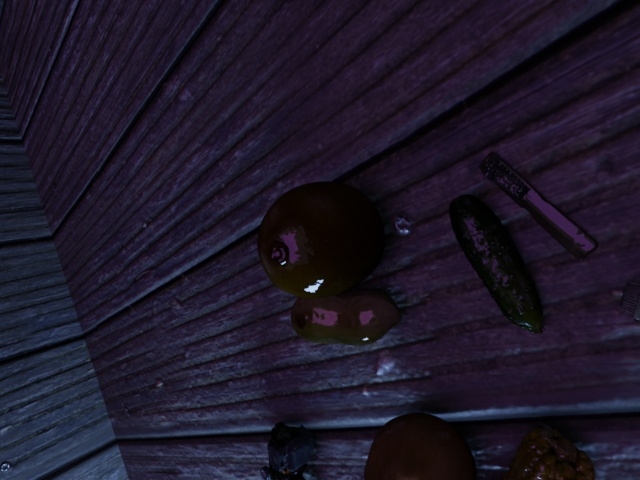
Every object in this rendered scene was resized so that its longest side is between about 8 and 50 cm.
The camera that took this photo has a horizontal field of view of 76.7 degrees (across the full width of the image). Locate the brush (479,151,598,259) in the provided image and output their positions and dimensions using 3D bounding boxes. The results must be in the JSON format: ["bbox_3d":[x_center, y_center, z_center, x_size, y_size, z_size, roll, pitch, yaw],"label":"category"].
[{"bbox_3d":[0.294,-0.050,0.559,0.190,0.027,0.034,51,129,19],"label":"brush"}]

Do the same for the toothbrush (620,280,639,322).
[{"bbox_3d":[0.405,-0.040,0.469,0.028,0.026,0.295,27,118,50],"label":"toothbrush"}]

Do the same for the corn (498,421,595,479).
[{"bbox_3d":[0.299,0.404,0.608,0.101,0.101,0.292,34,118,30],"label":"corn"}]

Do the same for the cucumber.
[{"bbox_3d":[0.258,0.034,0.586,0.069,0.069,0.228,-33,81,40],"label":"cucumber"}]

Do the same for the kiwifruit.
[{"bbox_3d":[0.000,0.000,0.683,0.195,0.233,0.196,12,110,35],"label":"kiwifruit"}]

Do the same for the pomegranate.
[{"bbox_3d":[0.160,0.382,0.665,0.191,0.191,0.192,10,106,38],"label":"pomegranate"}]

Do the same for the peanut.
[{"bbox_3d":[0.040,0.137,0.762,0.236,0.110,0.120,-10,84,39],"label":"peanut"}]

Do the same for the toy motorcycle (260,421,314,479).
[{"bbox_3d":[-0.056,0.566,0.932,0.187,0.124,0.275,3,101,49],"label":"toy motorcycle"}]
